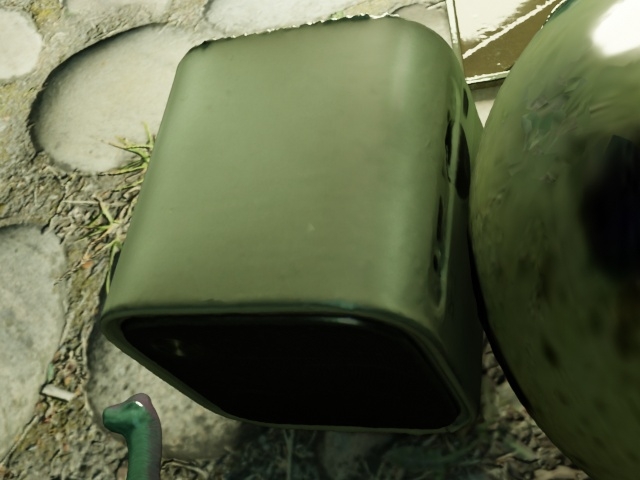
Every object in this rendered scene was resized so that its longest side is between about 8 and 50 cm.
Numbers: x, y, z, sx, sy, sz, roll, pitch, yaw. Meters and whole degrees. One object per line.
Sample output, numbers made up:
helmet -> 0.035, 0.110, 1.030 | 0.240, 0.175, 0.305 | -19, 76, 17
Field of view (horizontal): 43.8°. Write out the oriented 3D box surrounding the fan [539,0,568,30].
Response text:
fan -> 0.333, -0.138, 0.774 | 0.294, 0.012, 0.223 | 34, 79, 25

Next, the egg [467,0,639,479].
egg -> 0.269, -0.018, 0.534 | 0.344, 0.345, 0.428 | -11, 53, 10

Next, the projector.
projector -> 0.000, 0.000, 0.650 | 0.248, 0.249, 0.249 | -3, 59, 23

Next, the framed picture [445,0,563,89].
framed picture -> 0.264, -0.256, 0.871 | 0.249, 0.016, 0.184 | -9, 59, 12

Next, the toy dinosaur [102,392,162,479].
toy dinosaur -> -0.035, 0.287, 0.597 | 0.383, 0.129, 0.331 | 10, 50, 6
